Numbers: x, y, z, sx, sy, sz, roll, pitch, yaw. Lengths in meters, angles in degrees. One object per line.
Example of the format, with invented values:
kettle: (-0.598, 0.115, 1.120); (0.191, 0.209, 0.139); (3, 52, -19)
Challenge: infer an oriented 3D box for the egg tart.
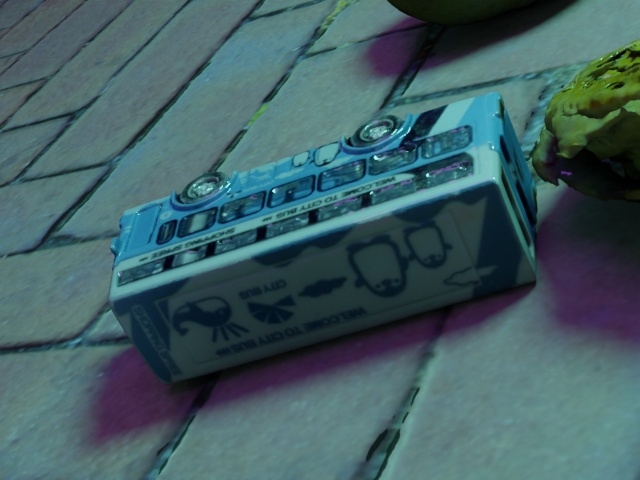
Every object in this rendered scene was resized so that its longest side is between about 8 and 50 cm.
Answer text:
egg tart: (0.272, -0.089, 0.733); (0.297, 0.132, 0.297); (-22, 12, 5)

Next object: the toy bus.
toy bus: (0.000, 0.000, 0.831); (0.297, 0.106, 0.131); (-18, 32, 16)

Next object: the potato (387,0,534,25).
potato: (0.172, -0.298, 1.141); (0.251, 0.159, 0.174); (-13, 53, 10)
